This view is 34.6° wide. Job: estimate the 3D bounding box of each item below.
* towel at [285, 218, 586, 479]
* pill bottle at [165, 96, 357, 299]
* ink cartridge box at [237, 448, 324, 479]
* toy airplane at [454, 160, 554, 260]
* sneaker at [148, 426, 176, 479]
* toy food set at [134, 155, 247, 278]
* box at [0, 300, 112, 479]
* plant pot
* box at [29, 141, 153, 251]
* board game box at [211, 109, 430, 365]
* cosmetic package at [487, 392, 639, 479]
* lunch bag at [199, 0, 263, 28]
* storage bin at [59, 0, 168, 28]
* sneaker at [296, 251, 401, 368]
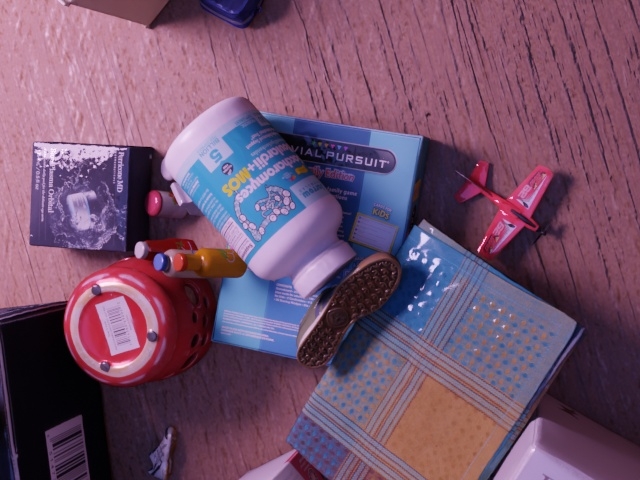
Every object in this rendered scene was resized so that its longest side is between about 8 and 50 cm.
[{"bbox_3d":[0.137,0.190,1.337,0.271,0.040,0.370,37,104,29],"label":"towel"},{"bbox_3d":[-0.071,-0.050,1.354,0.146,0.146,0.264,-43,83,13],"label":"pill bottle"},{"bbox_3d":[-0.026,0.452,1.424,0.117,0.207,0.283,-28,87,12],"label":"ink cartridge box"},{"bbox_3d":[0.247,-0.050,1.417,0.151,0.028,0.151,1,92,13],"label":"toy airplane"},{"bbox_3d":[-0.242,0.321,1.559,0.037,0.032,0.083,12,96,13],"label":"sneaker"},{"bbox_3d":[-0.204,-0.023,1.450,0.111,0.104,0.232,-50,53,33],"label":"toy food set"},{"bbox_3d":[-0.580,0.353,1.508,0.472,0.297,0.480,-6,91,12],"label":"box"},{"bbox_3d":[-0.265,0.116,1.481,0.191,0.174,0.191,1,94,16],"label":"plant pot"},{"bbox_3d":[-0.340,-0.066,1.528,0.158,0.093,0.156,4,94,12],"label":"box"},{"bbox_3d":[0.000,0.000,1.455,0.254,0.079,0.336,11,96,13],"label":"board game box"},{"bbox_3d":[0.312,0.458,1.281,0.329,0.327,0.393,30,99,10],"label":"cosmetic package"},{"bbox_3d":[-0.128,-0.350,1.472,0.098,0.065,0.067,32,85,11],"label":"lunch bag"},{"bbox_3d":[-0.340,-0.431,1.418,0.260,0.262,0.123,43,104,8],"label":"storage bin"},{"bbox_3d":[0.030,0.077,1.365,0.064,0.086,0.192,33,108,-19],"label":"sneaker"}]
